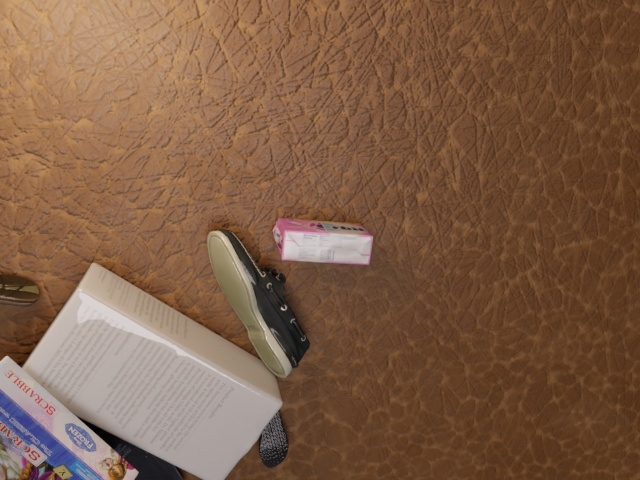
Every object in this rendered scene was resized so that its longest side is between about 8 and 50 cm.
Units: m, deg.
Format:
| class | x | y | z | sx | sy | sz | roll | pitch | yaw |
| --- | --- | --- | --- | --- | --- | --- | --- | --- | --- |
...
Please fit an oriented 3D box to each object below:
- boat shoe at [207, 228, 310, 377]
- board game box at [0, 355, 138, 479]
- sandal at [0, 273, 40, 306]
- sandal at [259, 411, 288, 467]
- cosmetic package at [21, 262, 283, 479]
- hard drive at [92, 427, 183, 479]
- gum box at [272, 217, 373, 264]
| class | x | y | z | sx | sy | sz | roll | pitch | yaw |
| --- | --- | --- | --- | --- | --- | --- | --- | --- | --- |
| boat shoe | -0.114 | 0.113 | 1.238 | 0.113 | 0.127 | 0.340 | -34 | 104 | -31 |
| board game box | -0.555 | 0.414 | 1.120 | 0.319 | 0.066 | 0.318 | 46 | 115 | -9 |
| sandal | -0.653 | 0.090 | 1.151 | 0.219 | 0.090 | 0.060 | 16 | 125 | -22 |
| sandal | -0.112 | 0.422 | 1.369 | 0.067 | 0.040 | 0.179 | -7 | 93 | -14 |
| cosmetic package | -0.327 | 0.270 | 1.212 | 0.453 | 0.161 | 0.230 | 35 | 97 | -18 |
| hard drive | -0.411 | 0.493 | 1.275 | 0.172 | 0.054 | 0.255 | -46 | 120 | -36 |
| gum box | 0.000 | 0.000 | 1.225 | 0.188 | 0.107 | 0.062 | 4 | 105 | -12 |
